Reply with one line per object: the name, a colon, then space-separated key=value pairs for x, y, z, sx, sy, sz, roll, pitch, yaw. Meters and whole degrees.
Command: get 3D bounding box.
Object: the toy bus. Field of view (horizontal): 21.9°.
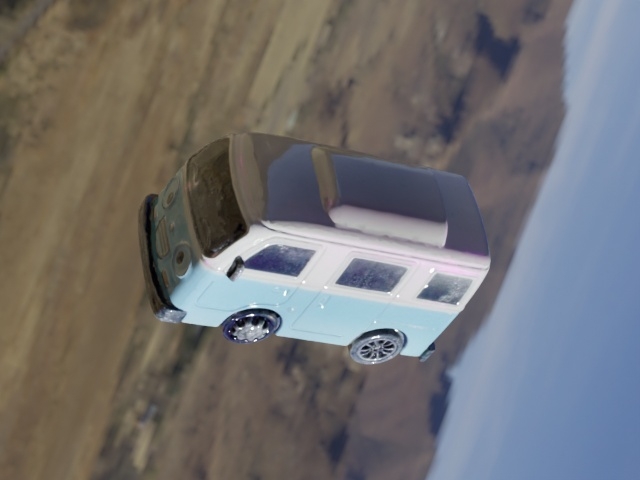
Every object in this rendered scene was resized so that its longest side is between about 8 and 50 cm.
toy bus: x=0.000 y=0.000 z=0.629 sx=0.075 sy=0.123 sz=0.060 roll=-50 pitch=-139 yaw=41
